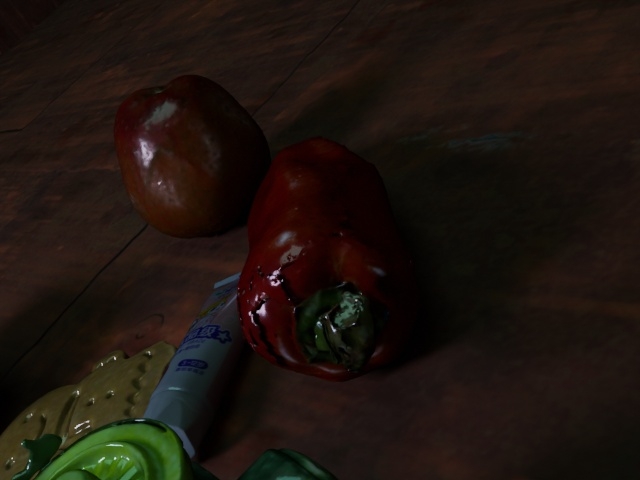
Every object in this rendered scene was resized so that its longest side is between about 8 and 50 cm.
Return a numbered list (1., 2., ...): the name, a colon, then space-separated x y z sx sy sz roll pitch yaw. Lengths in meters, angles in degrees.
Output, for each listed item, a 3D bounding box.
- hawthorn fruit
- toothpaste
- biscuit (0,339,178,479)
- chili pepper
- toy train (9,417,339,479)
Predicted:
1. hawthorn fruit: -0.114 -0.076 0.842 0.133 0.138 0.133 -30 24 14
2. toothpaste: -0.075 0.074 0.671 0.067 0.043 0.194 -26 23 26
3. biscuit: -0.179 0.133 0.708 0.184 0.027 0.133 -19 33 30
4. chili pepper: 0.000 0.000 0.633 0.110 0.110 0.387 -31 22 9
5. toy train: -0.069 0.196 0.343 0.271 0.159 0.188 -46 35 -19
